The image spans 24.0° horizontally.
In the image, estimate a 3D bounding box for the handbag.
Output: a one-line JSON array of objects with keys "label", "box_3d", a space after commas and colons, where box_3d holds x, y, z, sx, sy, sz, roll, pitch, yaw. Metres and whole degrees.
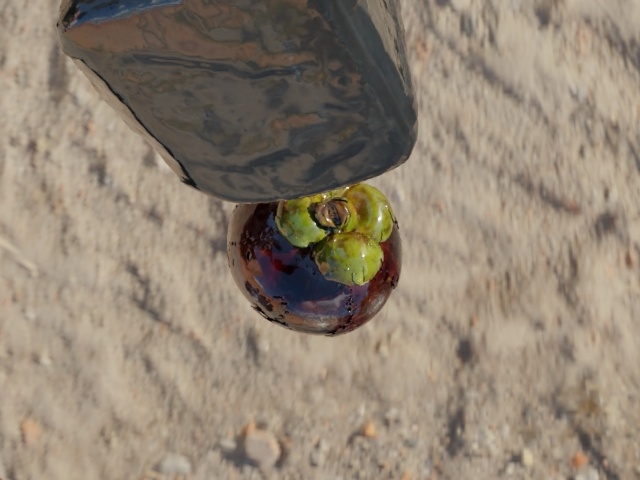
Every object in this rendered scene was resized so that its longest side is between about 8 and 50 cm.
[{"label": "handbag", "box_3d": [-0.047, -0.146, 0.814, 0.181, 0.181, 0.254, -13, 154, 15]}]

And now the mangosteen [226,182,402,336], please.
[{"label": "mangosteen", "box_3d": [0.000, 0.000, 1.361, 0.166, 0.166, 0.180, 25, 151, -6]}]

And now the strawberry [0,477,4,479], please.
[{"label": "strawberry", "box_3d": [-0.395, 0.382, 1.603, 0.274, 0.274, 0.220, 43, 133, -13]}]
